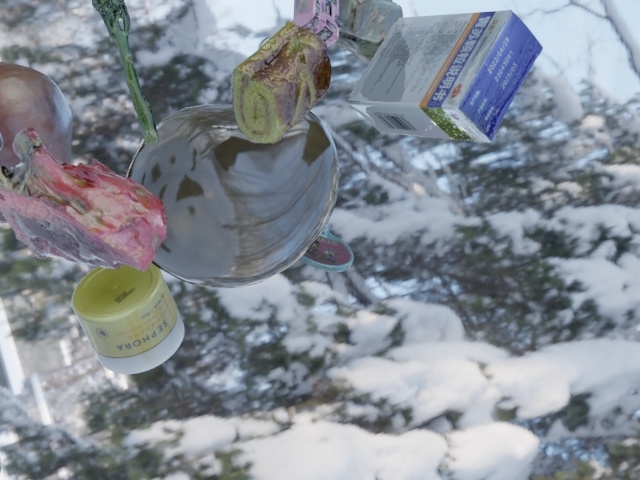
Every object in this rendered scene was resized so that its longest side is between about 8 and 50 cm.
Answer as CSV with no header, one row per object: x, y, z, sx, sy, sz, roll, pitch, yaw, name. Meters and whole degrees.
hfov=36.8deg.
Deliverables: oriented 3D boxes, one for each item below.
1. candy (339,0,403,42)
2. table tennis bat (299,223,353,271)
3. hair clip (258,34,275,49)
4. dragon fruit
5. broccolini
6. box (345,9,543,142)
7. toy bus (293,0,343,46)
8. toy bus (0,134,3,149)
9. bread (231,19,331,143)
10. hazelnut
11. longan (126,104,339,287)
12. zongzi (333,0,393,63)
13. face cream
0.095,-0.501,2.143,0.104,0.234,0.102,23,-78,23,candy
0.000,0.000,2.176,0.244,0.153,0.040,-89,-162,-61,table tennis bat
-0.081,-0.439,2.244,0.049,0.172,0.116,47,-36,30,hair clip
-0.328,-0.064,1.266,0.262,0.134,0.211,7,-27,41,dragon fruit
-0.265,-0.258,1.357,0.057,0.071,0.254,10,-55,48,broccolini
0.211,-0.288,1.686,0.106,0.200,0.299,39,-14,-35,box
-0.006,-0.457,1.815,0.063,0.090,0.203,-23,-128,34,toy bus
-0.616,-0.186,1.685,0.131,0.052,0.037,23,-36,16,toy bus
-0.057,-0.241,1.484,0.103,0.172,0.132,16,-48,24,bread
-0.744,-0.223,2.263,0.409,0.359,0.359,103,-35,-57,hazelnut
-0.160,-0.087,1.752,0.336,0.404,0.404,60,-23,29,longan
0.072,-0.497,2.398,0.125,0.274,0.251,70,4,-52,zongzi
-0.447,0.172,2.249,0.218,0.218,0.179,50,-19,48,face cream
